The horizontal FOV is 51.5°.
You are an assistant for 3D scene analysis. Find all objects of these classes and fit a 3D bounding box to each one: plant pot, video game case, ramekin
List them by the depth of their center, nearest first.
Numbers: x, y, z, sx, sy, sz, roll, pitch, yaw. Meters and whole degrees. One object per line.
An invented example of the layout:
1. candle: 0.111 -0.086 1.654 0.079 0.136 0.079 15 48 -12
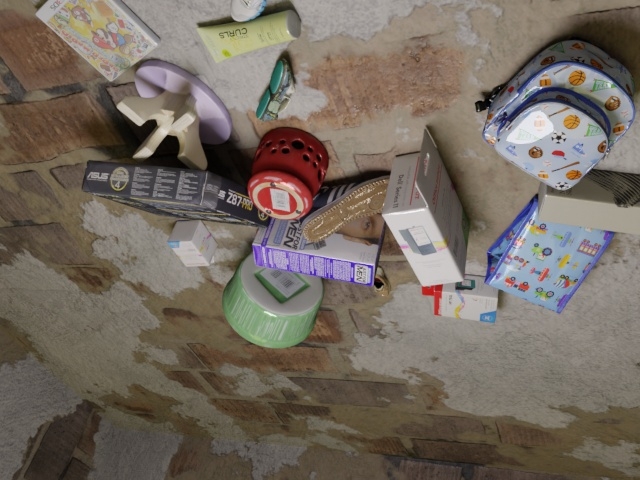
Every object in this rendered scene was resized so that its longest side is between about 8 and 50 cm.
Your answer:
1. video game case: -0.518 -0.496 1.542 0.206 0.026 0.227 -20 130 39
2. plant pot: -0.090 -0.162 1.686 0.191 0.174 0.191 12 143 10
3. ramekin: -0.136 0.161 2.017 0.303 0.303 0.148 21 135 -5

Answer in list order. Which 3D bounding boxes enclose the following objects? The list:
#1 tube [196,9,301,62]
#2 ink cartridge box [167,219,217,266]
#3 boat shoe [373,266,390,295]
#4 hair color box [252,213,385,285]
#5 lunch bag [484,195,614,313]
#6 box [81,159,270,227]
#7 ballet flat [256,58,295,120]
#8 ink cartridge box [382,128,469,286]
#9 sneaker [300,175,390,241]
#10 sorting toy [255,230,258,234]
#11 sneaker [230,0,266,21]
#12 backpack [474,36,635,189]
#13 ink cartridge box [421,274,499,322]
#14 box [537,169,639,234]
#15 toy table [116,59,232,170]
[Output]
1. tube: -0.157 -0.445 1.446 0.240 0.062 0.070 -2 95 30
2. ink cartridge box: -0.398 0.015 2.092 0.092 0.090 0.143 -2 140 23
3. boat shoe: 0.182 0.136 2.062 0.050 0.045 0.135 -3 139 25
4. hair color box: 0.000 0.000 1.843 0.338 0.185 0.110 10 141 8
5. lunch bag: 0.591 0.020 1.709 0.221 0.138 0.293 22 134 -2
6. box: -0.371 -0.118 1.753 0.395 0.097 0.318 7 176 28
7. ballet flat: -0.094 -0.349 1.549 0.070 0.070 0.188 25 144 -11
8. ink cartridge box: 0.255 -0.076 1.631 0.119 0.207 0.353 -8 135 27
9. sneaker: 0.064 -0.117 1.760 0.282 0.153 0.099 -28 126 5
10. sorting toy: -0.150 -0.004 2.013 0.102 0.042 0.061 0 140 20
11. sneaker: -0.135 -0.505 1.327 0.071 0.083 0.190 50 134 -6
12. backpack: 0.485 -0.255 1.333 0.276 0.213 0.263 27 131 -8
13. ink cartridge box: 0.413 0.167 1.987 0.231 0.078 0.134 6 142 15
14. box: 0.653 -0.094 1.539 0.275 0.113 0.094 8 142 9
15. toy table: -0.356 -0.295 1.626 0.274 0.161 0.252 32 140 -17
